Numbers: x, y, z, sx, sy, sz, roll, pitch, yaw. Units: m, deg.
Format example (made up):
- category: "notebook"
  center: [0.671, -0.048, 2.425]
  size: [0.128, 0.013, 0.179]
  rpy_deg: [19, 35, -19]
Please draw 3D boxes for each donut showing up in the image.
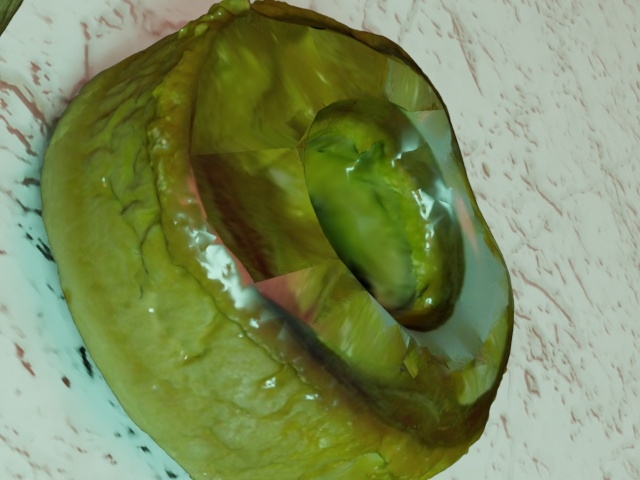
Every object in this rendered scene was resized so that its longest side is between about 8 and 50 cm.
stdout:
- category: "donut"
  center: [0.000, 0.000, 0.721]
  size: [0.330, 0.160, 0.330]
  rpy_deg: [33, 46, -41]

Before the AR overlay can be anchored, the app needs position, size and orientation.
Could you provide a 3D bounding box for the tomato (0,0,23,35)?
- category: "tomato"
  center: [-0.241, -0.152, 0.436]
  size: [0.303, 0.239, 0.303]
  rpy_deg: [37, 46, -53]
